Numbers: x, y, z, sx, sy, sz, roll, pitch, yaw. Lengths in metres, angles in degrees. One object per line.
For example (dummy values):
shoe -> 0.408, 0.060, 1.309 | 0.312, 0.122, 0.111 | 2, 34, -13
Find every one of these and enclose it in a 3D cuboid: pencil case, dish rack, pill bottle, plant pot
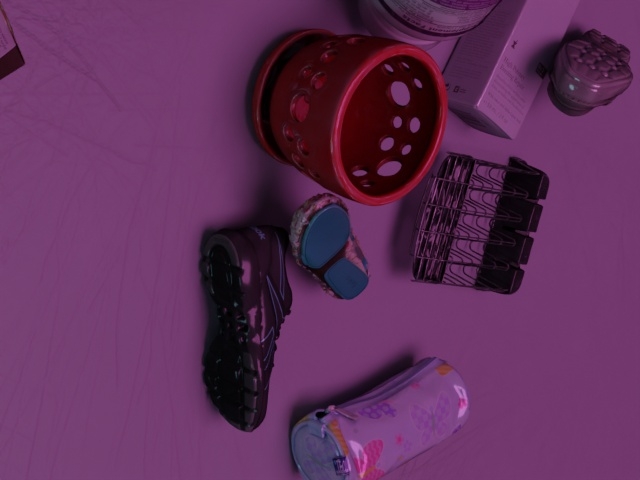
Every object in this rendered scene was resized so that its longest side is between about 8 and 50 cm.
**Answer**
pencil case -> 0.085, 0.254, 1.820 | 0.273, 0.113, 0.124 | -19, 99, -41
dish rack -> 0.217, -0.026, 1.878 | 0.271, 0.074, 0.208 | 7, 99, -46
pill bottle -> 0.147, -0.330, 1.501 | 0.169, 0.301, 0.169 | 5, 73, -16
plant pot -> 0.025, -0.151, 1.541 | 0.191, 0.174, 0.191 | -21, 120, -41

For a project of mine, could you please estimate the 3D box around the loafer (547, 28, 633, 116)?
loafer -> 0.378, -0.224, 1.867 | 0.111, 0.112, 0.319 | -62, 170, 21

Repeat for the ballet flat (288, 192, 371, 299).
ballet flat -> 0.000, 0.000, 1.618 | 0.091, 0.077, 0.241 | -36, 151, -9

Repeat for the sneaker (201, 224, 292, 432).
sneaker -> -0.076, 0.107, 1.598 | 0.106, 0.101, 0.267 | -20, 120, -43

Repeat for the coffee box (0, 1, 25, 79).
coffee box -> -0.399, -0.142, 1.123 | 0.246, 0.141, 0.098 | -39, 130, -28

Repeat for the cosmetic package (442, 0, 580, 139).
cosmetic package -> 0.260, -0.269, 1.811 | 0.117, 0.085, 0.231 | 31, 84, -49
